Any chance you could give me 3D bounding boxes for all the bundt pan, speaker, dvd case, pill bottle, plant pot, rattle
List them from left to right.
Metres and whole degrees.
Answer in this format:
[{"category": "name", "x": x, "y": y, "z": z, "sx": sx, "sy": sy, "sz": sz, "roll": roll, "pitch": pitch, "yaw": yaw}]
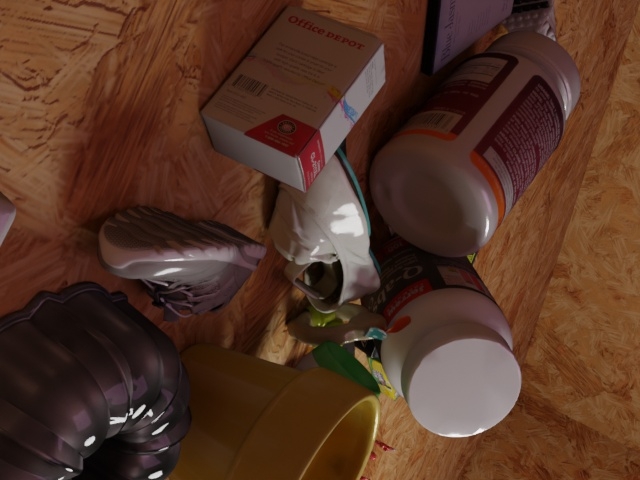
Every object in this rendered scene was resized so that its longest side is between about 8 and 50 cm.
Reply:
[{"category": "bundt pan", "x": -0.246, "y": 0.214, "z": 0.880, "sx": 0.331, "sy": 0.124, "sz": 0.331, "roll": -49, "pitch": 153, "yaw": -36}, {"category": "plant pot", "x": -0.087, "y": 0.251, "z": 1.110, "sx": 0.254, "sy": 0.239, "sz": 0.254, "roll": -48, "pitch": 153, "yaw": -34}, {"category": "speaker", "x": -0.051, "y": 0.288, "z": 1.282, "sx": 0.296, "sy": 0.131, "sz": 0.131, "roll": -48, "pitch": 159, "yaw": 9}, {"category": "rattle", "x": 0.050, "y": 0.171, "z": 1.353, "sx": 0.130, "sy": 0.199, "sz": 0.143, "roll": -2, "pitch": 97, "yaw": -57}, {"category": "pill bottle", "x": 0.189, "y": 0.142, "z": 1.434, "sx": 0.363, "sy": 0.210, "sz": 0.210, "roll": -107, "pitch": -148, "yaw": -67}, {"category": "dvd case", "x": 0.249, "y": -0.396, "z": 1.423, "sx": 0.253, "sy": 0.022, "sz": 0.180, "roll": -40, "pitch": 148, "yaw": -33}, {"category": "pill bottle", "x": 0.269, "y": -0.173, "z": 1.473, "sx": 0.392, "sy": 0.224, "sz": 0.224, "roll": -47, "pitch": 152, "yaw": -34}]

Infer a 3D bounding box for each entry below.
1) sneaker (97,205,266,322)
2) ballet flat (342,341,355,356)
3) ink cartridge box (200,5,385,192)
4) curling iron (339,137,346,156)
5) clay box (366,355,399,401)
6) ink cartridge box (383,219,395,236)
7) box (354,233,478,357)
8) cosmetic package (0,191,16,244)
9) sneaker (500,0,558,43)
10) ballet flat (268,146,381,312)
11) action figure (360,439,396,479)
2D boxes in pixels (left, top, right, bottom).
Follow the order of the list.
[{"category": "sneaker", "x": -0.143, "y": 0.039, "z": 0.942, "sx": 0.115, "sy": 0.105, "sz": 0.281, "roll": -66, "pitch": 158, "yaw": 4}, {"category": "ballet flat", "x": -0.007, "y": 0.238, "z": 1.528, "sx": 0.250, "sy": 0.058, "sz": 0.084, "roll": -41, "pitch": 127, "yaw": -54}, {"category": "ink cartridge box", "x": -0.025, "y": -0.158, "z": 0.967, "sx": 0.175, "sy": 0.127, "sz": 0.072, "roll": -55, "pitch": 157, "yaw": -22}, {"category": "curling iron", "x": 0.010, "y": -0.138, "z": 1.186, "sx": 0.068, "sy": 0.035, "sz": 0.274, "roll": -49, "pitch": 153, "yaw": -24}, {"category": "clay box", "x": 0.162, "y": 0.252, "z": 1.898, "sx": 0.127, "sy": 0.053, "sz": 0.222, "roll": -55, "pitch": 156, "yaw": -21}, {"category": "ink cartridge box", "x": 0.131, "y": -0.054, "z": 1.545, "sx": 0.083, "sy": 0.028, "sz": 0.048, "roll": -58, "pitch": 156, "yaw": -16}, {"category": "box", "x": 0.191, "y": 0.092, "z": 1.708, "sx": 0.216, "sy": 0.060, "sz": 0.270, "roll": 3, "pitch": 112, "yaw": -47}, {"category": "cosmetic package", "x": -0.282, "y": 0.001, "z": 0.447, "sx": 0.183, "sy": 0.151, "sz": 0.152, "roll": 27, "pitch": 88, "yaw": -31}, {"category": "sneaker", "x": 0.382, "y": -0.437, "z": 1.629, "sx": 0.292, "sy": 0.110, "sz": 0.118, "roll": 53, "pitch": 41, "yaw": -60}, {"category": "ballet flat", "x": 0.000, "y": 0.000, "z": 1.213, "sx": 0.139, "sy": 0.139, "sz": 0.400, "roll": -57, "pitch": 157, "yaw": -18}, {"category": "action figure", "x": 0.094, "y": 0.468, "z": 1.878, "sx": 0.092, "sy": 0.139, "sz": 0.280, "roll": -60, "pitch": 155, "yaw": -14}]
